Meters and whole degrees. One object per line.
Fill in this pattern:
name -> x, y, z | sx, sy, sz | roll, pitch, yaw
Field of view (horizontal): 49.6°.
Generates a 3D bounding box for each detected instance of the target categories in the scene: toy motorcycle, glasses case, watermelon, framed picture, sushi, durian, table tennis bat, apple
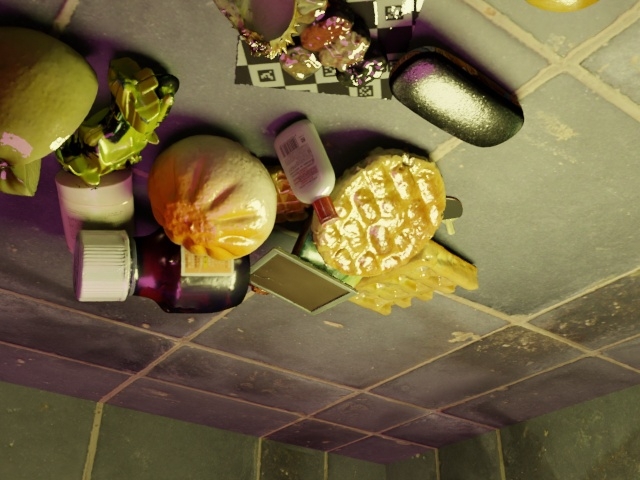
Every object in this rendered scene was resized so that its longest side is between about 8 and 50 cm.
toy motorcycle -> -0.412, -0.221, 1.381 | 0.142, 0.206, 0.342 | 51, 137, 2
glasses case -> 0.268, -0.270, 1.339 | 0.321, 0.082, 0.122 | 21, 137, -35
watermelon -> 0.000, 0.000, 1.710 | 0.201, 0.213, 0.262 | 6, 151, 33
framed picture -> -0.059, 0.103, 1.690 | 0.231, 0.018, 0.293 | 29, 155, -13
sushi -> 0.013, -0.355, 1.231 | 0.320, 0.069, 0.339 | 6, 147, -8
durian -> -0.140, -0.397, 1.091 | 0.144, 0.139, 0.252 | -7, 124, 43
table tennis bat -> 0.316, -0.061, 1.735 | 0.087, 0.013, 0.156 | -9, 145, 14
apple -> -0.570, -0.240, 1.252 | 0.233, 0.258, 0.295 | 27, 140, -31

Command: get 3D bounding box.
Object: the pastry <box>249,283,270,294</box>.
pastry -> -0.130, 0.126, 1.992 | 0.169, 0.063, 0.087 | -9, 149, 13

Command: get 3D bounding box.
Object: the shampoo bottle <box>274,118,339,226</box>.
shampoo bottle -> -0.021, -0.136, 1.444 | 0.108, 0.221, 0.051 | -29, 168, 32

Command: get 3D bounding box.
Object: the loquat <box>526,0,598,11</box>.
loquat -> 0.355, -0.431, 0.982 | 0.213, 0.213, 0.213 | 1, 147, 0

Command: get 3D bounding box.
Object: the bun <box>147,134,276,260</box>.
bun -> -0.246, -0.072, 1.499 | 0.298, 0.165, 0.299 | 13, 129, 16

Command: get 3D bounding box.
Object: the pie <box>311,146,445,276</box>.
pie -> 0.135, -0.058, 1.559 | 0.339, 0.083, 0.339 | -15, 126, -21

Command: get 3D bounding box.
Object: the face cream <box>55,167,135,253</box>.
face cream -> -0.541, -0.068, 1.681 | 0.173, 0.081, 0.348 | 3, 148, -11

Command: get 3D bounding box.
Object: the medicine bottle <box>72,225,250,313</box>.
medicine bottle -> -0.389, 0.061, 1.679 | 0.395, 0.243, 0.242 | 3, 150, -30

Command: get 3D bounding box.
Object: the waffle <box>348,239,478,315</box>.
waffle -> 0.218, 0.106, 1.892 | 0.348, 0.078, 0.304 | -22, 151, 33

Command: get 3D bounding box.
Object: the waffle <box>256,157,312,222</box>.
waffle -> -0.136, -0.121, 1.609 | 0.229, 0.057, 0.219 | -5, 146, 12
